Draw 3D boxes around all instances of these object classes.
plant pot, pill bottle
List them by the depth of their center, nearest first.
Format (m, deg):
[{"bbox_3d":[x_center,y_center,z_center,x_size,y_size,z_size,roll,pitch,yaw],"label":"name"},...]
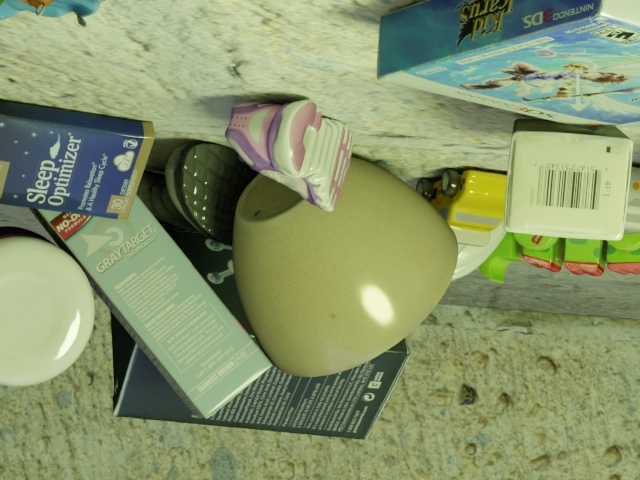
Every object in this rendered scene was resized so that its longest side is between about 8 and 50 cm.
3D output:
[{"bbox_3d":[0.000,0.000,1.877,0.284,0.284,0.191,-2,134,45],"label":"plant pot"},{"bbox_3d":[-0.395,0.076,1.945,0.181,0.182,0.323,7,-178,-16],"label":"pill bottle"}]

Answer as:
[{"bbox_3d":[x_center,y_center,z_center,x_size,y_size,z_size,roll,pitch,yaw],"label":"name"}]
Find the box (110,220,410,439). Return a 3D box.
[{"bbox_3d":[-0.102,0.106,2.269,0.395,0.294,0.212,7,133,-17],"label":"box"}]

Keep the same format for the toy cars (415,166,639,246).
[{"bbox_3d":[0.279,-0.037,1.921,0.393,0.087,0.176,0,172,32],"label":"toy cars"}]

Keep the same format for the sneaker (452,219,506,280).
[{"bbox_3d":[0.114,-0.013,2.096,0.305,0.114,0.152,-13,132,-8],"label":"sneaker"}]

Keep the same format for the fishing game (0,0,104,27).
[{"bbox_3d":[-0.266,-0.200,1.220,0.189,0.041,0.264,14,169,-36],"label":"fishing game"}]

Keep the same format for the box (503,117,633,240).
[{"bbox_3d":[0.235,-0.064,1.467,0.113,0.094,0.275,5,-173,9],"label":"box"}]

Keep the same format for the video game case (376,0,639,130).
[{"bbox_3d":[0.219,-0.150,1.197,0.244,0.061,0.269,8,172,-32],"label":"video game case"}]

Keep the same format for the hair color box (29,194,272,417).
[{"bbox_3d":[-0.227,0.051,1.960,0.113,0.374,0.185,-39,180,-10],"label":"hair color box"}]

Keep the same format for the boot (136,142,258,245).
[{"bbox_3d":[-0.181,-0.056,2.032,0.222,0.118,0.338,11,169,25],"label":"boot"}]

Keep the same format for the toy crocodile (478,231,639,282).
[{"bbox_3d":[0.382,0.008,2.134,0.340,0.105,0.115,1,172,25],"label":"toy crocodile"}]

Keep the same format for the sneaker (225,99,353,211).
[{"bbox_3d":[-0.036,-0.100,1.676,0.104,0.095,0.236,10,170,19],"label":"sneaker"}]

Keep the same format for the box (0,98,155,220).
[{"bbox_3d":[-0.320,-0.095,1.785,0.225,0.037,0.136,8,131,-19],"label":"box"}]
